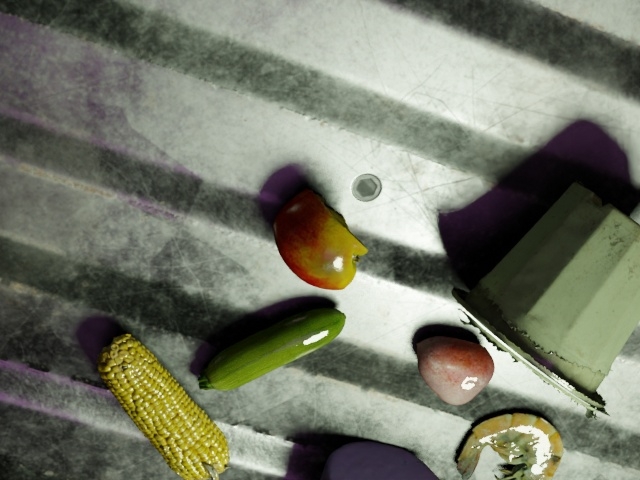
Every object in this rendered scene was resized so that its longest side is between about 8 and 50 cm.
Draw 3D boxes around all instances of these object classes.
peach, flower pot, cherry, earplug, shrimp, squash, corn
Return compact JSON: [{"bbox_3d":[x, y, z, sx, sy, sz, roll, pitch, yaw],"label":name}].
[{"bbox_3d":[-0.005,0.002,1.666,0.118,0.151,0.151,-4,118,-17],"label":"peach"},{"bbox_3d":[0.367,0.073,1.671,0.290,0.290,0.259,35,96,-20],"label":"flower pot"},{"bbox_3d":[0.210,0.205,1.806,0.126,0.087,0.106,11,111,-13],"label":"cherry"},{"bbox_3d":[0.039,0.566,1.923,0.215,0.215,0.456,15,119,-12],"label":"earplug"},{"bbox_3d":[0.301,0.415,1.944,0.169,0.058,0.296,12,112,-2],"label":"shrimp"},{"bbox_3d":[-0.080,0.167,1.775,0.258,0.069,0.069,-27,116,8],"label":"squash"},{"bbox_3d":[-0.246,0.265,1.795,0.106,0.106,0.293,-32,114,12],"label":"corn"}]
